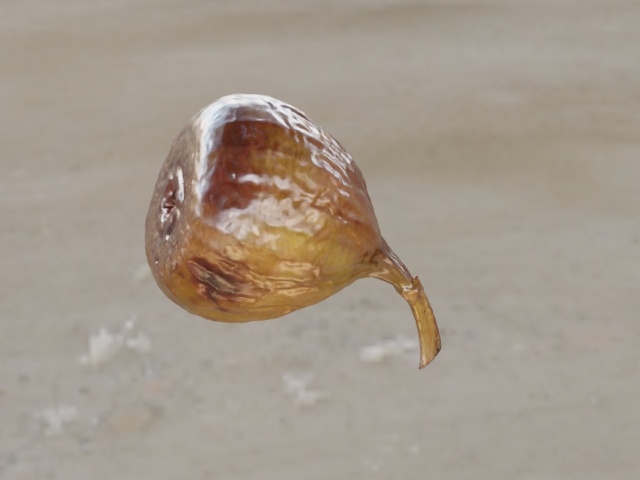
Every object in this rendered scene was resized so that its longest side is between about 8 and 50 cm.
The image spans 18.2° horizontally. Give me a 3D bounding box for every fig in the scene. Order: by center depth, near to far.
[{"bbox_3d":[0.000,0.000,1.184,0.201,0.133,0.146,21,-7,-12],"label":"fig"}]
